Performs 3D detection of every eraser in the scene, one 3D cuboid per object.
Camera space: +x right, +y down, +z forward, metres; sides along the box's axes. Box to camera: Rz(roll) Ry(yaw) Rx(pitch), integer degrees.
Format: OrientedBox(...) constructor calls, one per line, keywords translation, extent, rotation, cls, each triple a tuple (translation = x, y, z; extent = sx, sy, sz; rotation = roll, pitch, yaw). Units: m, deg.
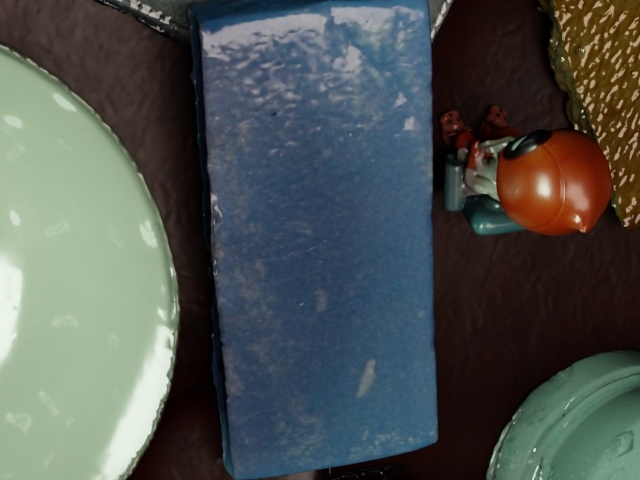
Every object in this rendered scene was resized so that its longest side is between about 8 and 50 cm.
OrientedBox(translation=(0.000, 0.000, 1.046), extent=(0.144, 0.042, 0.312), rotation=(-8, 115, -12), cls="eraser")

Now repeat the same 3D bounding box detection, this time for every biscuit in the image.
OrientedBox(translation=(0.217, -0.115, 1.141), extent=(0.126, 0.025, 0.206), rotation=(-27, 114, -13), cls="biscuit")

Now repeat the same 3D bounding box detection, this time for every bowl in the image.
OrientedBox(translation=(-0.257, 0.034, 0.912), extent=(0.337, 0.157, 0.337), rotation=(-6, 108, -20), cls="bowl")

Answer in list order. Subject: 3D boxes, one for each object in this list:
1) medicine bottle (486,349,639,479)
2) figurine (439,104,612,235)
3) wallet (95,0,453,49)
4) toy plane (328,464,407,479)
OrientedBox(translation=(0.257, 0.205, 1.103), extent=(0.245, 0.290, 0.245), rotation=(-7, 108, -22), cls="medicine bottle")
OrientedBox(translation=(0.127, -0.038, 1.062), extent=(0.068, 0.140, 0.075), rotation=(-7, 107, -25), cls="figurine")
OrientedBox(translation=(-0.014, -0.176, 1.022), extent=(0.222, 0.036, 0.167), rotation=(25, 94, -26), cls="wallet")
OrientedBox(translation=(0.013, 0.202, 1.133), extent=(0.197, 0.053, 0.078), rotation=(-9, 117, -25), cls="toy plane")
